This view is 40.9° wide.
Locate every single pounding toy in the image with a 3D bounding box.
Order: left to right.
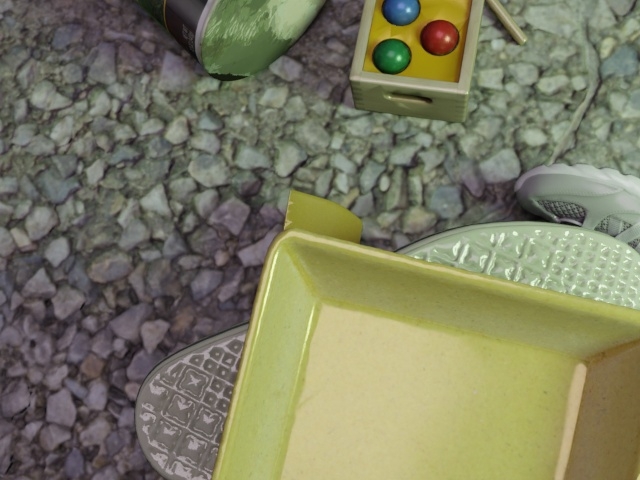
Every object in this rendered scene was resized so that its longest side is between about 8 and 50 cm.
[{"bbox_3d":[0.141,-0.245,0.946,0.181,0.094,0.206,9,77,9],"label":"pounding toy"}]

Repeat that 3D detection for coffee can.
[{"bbox_3d":[-0.143,-0.341,0.950,0.201,0.201,0.275,-44,75,-5],"label":"coffee can"}]

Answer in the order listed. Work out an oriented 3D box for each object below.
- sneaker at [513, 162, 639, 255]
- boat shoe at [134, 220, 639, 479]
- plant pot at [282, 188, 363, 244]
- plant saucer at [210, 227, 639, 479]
[{"bbox_3d":[0.315,0.016,0.851,0.281,0.105,0.115,29,81,13],"label":"sneaker"},{"bbox_3d":[0.072,0.108,0.828,0.500,0.156,0.187,-18,83,0],"label":"boat shoe"},{"bbox_3d":[0.000,0.000,0.911,0.083,0.081,0.081,8,77,-3],"label":"plant pot"},{"bbox_3d":[0.085,0.188,0.704,0.333,0.081,0.333,14,85,3],"label":"plant saucer"}]
